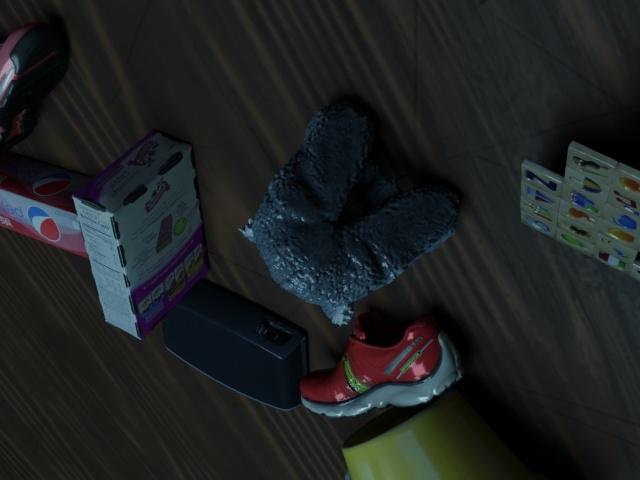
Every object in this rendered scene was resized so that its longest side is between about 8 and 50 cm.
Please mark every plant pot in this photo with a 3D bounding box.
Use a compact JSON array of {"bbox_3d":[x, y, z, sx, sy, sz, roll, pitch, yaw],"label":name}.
[{"bbox_3d":[0.154,0.321,1.145,0.254,0.254,0.239,-35,84,52],"label":"plant pot"}]

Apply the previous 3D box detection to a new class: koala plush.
[{"bbox_3d":[0.000,0.000,1.013,0.196,0.203,0.221,44,155,-1],"label":"koala plush"}]

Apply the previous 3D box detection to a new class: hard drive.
[{"bbox_3d":[-0.137,0.154,1.374,0.255,0.054,0.172,23,139,23],"label":"hard drive"}]

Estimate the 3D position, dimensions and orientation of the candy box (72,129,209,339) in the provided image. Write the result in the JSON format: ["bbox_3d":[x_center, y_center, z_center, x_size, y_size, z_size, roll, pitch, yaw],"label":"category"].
[{"bbox_3d":[-0.231,-0.005,1.218,0.071,0.159,0.233,23,138,22],"label":"candy box"}]

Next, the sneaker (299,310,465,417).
[{"bbox_3d":[0.068,0.151,1.179,0.279,0.107,0.118,-22,91,47],"label":"sneaker"}]

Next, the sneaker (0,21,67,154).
[{"bbox_3d":[-0.451,-0.218,1.245,0.136,0.116,0.314,48,143,-5],"label":"sneaker"}]

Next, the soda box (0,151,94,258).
[{"bbox_3d":[-0.423,-0.059,1.399,0.263,0.083,0.092,16,136,30],"label":"soda box"}]

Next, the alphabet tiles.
[{"bbox_3d":[0.265,-0.013,0.799,0.198,0.009,0.237,29,170,19],"label":"alphabet tiles"}]

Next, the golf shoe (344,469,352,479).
[{"bbox_3d":[0.105,0.382,1.356,0.186,0.086,0.067,10,133,37],"label":"golf shoe"}]
